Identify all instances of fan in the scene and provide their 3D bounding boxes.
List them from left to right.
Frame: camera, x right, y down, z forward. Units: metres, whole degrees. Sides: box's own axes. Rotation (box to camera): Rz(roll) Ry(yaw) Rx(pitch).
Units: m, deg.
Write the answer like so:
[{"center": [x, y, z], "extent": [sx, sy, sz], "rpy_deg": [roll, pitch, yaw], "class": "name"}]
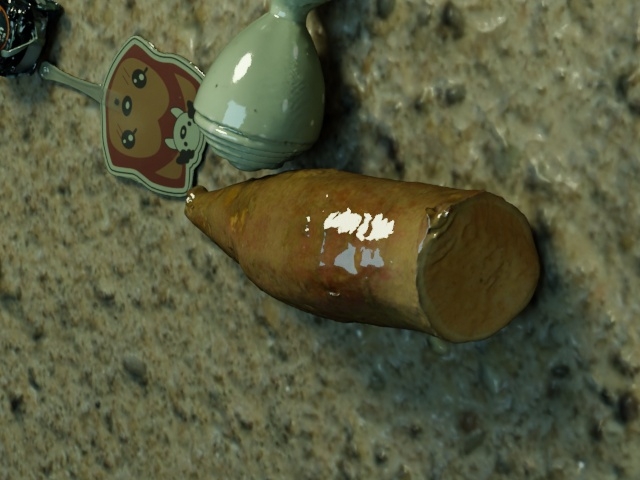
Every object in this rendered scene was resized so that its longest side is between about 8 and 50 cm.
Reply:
[{"center": [-0.178, -0.123, 1.694], "extent": [0.220, 0.009, 0.132], "rpy_deg": [24, 111, 36], "class": "fan"}]

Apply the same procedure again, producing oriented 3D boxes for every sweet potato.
[{"center": [0.001, 0.002, 1.472], "extent": [0.337, 0.131, 0.131], "rpy_deg": [8, 103, 41], "class": "sweet potato"}]

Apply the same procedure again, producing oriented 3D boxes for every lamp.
[{"center": [-0.036, -0.147, 1.505], "extent": [0.106, 0.106, 0.193], "rpy_deg": [25, 105, 37], "class": "lamp"}]

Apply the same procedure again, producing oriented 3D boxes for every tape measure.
[{"center": [-0.289, -0.201, 1.749], "extent": [0.091, 0.054, 0.094], "rpy_deg": [47, 119, 28], "class": "tape measure"}]
